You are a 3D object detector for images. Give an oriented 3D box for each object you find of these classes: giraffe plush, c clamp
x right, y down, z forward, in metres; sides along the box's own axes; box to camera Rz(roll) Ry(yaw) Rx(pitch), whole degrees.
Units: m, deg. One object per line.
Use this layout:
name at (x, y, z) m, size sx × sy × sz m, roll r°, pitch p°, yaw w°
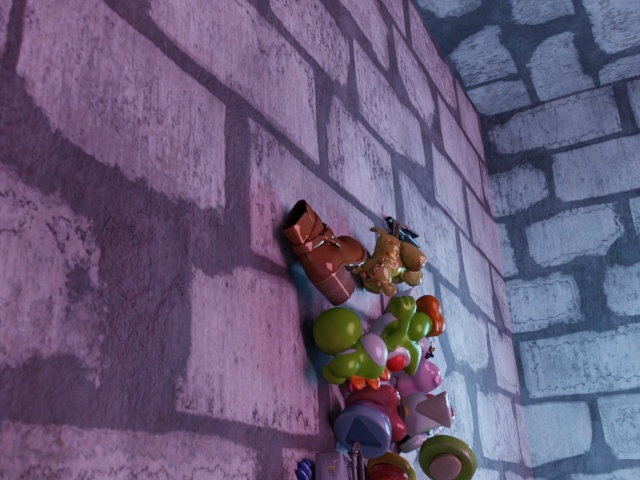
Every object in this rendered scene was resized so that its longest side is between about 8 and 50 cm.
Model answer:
giraffe plush at (0.175, 0.077, 1.921) m, size 0.170 × 0.182 × 0.210 m, roll -52°, pitch 139°, yaw -35°
c clamp at (0.077, 0.493, 1.459) m, size 0.137 × 0.022 × 0.160 m, roll 51°, pitch 32°, yaw -61°

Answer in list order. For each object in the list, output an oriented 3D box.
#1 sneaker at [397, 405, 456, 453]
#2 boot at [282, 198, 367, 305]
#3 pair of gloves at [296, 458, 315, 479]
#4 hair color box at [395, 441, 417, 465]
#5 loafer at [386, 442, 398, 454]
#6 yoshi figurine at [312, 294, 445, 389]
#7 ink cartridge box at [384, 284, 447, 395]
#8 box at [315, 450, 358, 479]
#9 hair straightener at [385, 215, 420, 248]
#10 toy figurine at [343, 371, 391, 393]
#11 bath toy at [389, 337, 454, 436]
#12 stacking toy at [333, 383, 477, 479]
sneaker at (0.262, 0.454, 1.901) m, size 0.269 × 0.101 × 0.153 m, roll -14°, pitch 69°, yaw -57°
boot at (0.000, 0.000, 1.642) m, size 0.220 × 0.109 × 0.283 m, roll 55°, pitch 26°, yaw -18°
pair of gloves at (-0.027, 0.530, 1.386) m, size 0.198 × 0.023 × 0.159 m, roll -48°, pitch 122°, yaw -61°
hair color box at (0.211, 0.570, 1.869) m, size 0.141 × 0.043 × 0.071 m, roll -30°, pitch 105°, yaw -67°
loafer at (0.165, 0.580, 1.760) m, size 0.061 × 0.062 × 0.170 m, roll -18°, pitch 92°, yaw -44°
yoshi figurine at (0.117, 0.201, 1.621) m, size 0.362 × 0.203 × 0.203 m, roll -18°, pitch 123°, yaw -48°
ink cartridge box at (0.280, 0.325, 2.115) m, size 0.324 × 0.072 × 0.330 m, roll 70°, pitch 23°, yaw -13°
box at (0.041, 0.564, 1.438) m, size 0.183 × 0.056 × 0.231 m, roll 60°, pitch 25°, yaw -54°
hair straightener at (0.263, -0.013, 2.273) m, size 0.230 × 0.047 × 0.089 m, roll 38°, pitch 45°, yaw -55°
toy figurine at (0.117, 0.383, 1.695) m, size 0.173 × 0.130 × 0.159 m, roll -5°, pitch 93°, yaw -44°
bath toy at (0.246, 0.341, 1.773) m, size 0.348 × 0.129 × 0.151 m, roll -95°, pitch -173°, yaw -62°
stacking toy at (0.181, 0.479, 1.572) m, size 0.308 × 0.280 × 0.130 m, roll 68°, pitch 30°, yaw -18°
